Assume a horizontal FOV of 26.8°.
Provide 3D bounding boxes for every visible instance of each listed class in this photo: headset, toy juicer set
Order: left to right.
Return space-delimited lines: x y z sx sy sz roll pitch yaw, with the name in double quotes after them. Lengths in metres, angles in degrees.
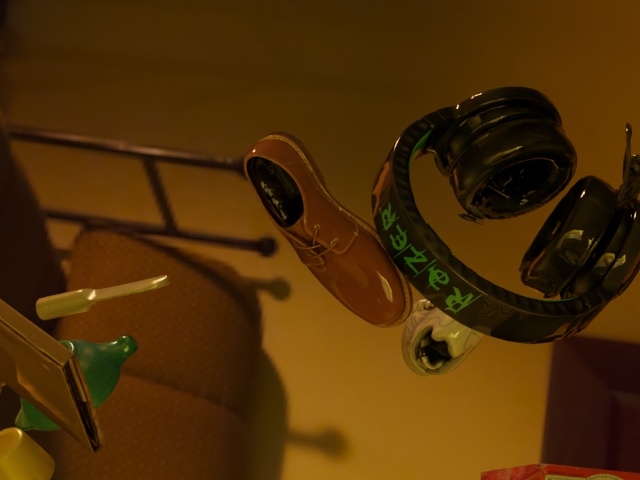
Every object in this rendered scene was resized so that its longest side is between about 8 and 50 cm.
-0.334 0.171 1.651 0.329 0.209 0.089 -55 132 -35 "toy juicer set"
0.209 -0.021 1.311 0.394 0.243 0.185 -21 155 -40 "headset"

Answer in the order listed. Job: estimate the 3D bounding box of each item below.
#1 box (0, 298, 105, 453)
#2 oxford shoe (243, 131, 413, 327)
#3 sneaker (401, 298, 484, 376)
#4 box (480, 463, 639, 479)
-0.299 0.111 1.319 0.021 0.201 0.164 -45 152 -26 "box"
0.000 0.000 1.210 0.076 0.212 0.076 -41 180 22 "oxford shoe"
0.164 0.143 1.912 0.118 0.110 0.292 -51 176 -24 "sneaker"
0.284 0.284 1.248 0.122 0.257 0.128 149 -53 -66 "box"
